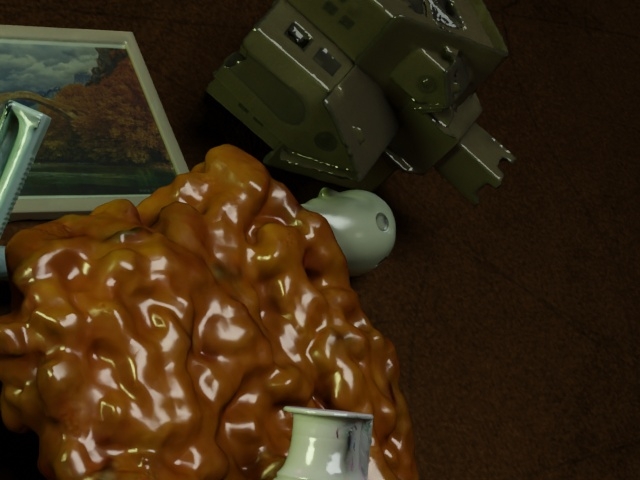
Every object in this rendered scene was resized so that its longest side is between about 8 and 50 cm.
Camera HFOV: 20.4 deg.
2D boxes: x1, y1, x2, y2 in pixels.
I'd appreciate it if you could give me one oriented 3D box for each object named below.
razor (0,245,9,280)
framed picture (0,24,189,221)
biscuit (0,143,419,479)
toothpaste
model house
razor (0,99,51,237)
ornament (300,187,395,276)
[{"bbox_3d":[-0.226,0.016,1.259,0.232,0.106,0.068,6,53,-48],"label":"razor"},{"bbox_3d":[-0.222,-0.094,1.397,0.250,0.016,0.184,-1,58,-41],"label":"framed picture"},{"bbox_3d":[-0.076,0.104,1.244,0.312,0.110,0.318,-23,90,-46],"label":"biscuit"},{"bbox_3d":[-0.011,0.270,1.141,0.100,0.066,0.323,8,86,-37],"label":"toothpaste"},{"bbox_3d":[0.051,-0.116,1.495,0.243,0.211,0.204,41,42,-4],"label":"model house"},{"bbox_3d":[-0.239,0.042,1.130,0.111,0.056,0.278,23,80,-1],"label":"razor"},{"bbox_3d":[0.000,0.000,1.456,0.156,0.075,0.081,-22,104,-45],"label":"ornament"}]
